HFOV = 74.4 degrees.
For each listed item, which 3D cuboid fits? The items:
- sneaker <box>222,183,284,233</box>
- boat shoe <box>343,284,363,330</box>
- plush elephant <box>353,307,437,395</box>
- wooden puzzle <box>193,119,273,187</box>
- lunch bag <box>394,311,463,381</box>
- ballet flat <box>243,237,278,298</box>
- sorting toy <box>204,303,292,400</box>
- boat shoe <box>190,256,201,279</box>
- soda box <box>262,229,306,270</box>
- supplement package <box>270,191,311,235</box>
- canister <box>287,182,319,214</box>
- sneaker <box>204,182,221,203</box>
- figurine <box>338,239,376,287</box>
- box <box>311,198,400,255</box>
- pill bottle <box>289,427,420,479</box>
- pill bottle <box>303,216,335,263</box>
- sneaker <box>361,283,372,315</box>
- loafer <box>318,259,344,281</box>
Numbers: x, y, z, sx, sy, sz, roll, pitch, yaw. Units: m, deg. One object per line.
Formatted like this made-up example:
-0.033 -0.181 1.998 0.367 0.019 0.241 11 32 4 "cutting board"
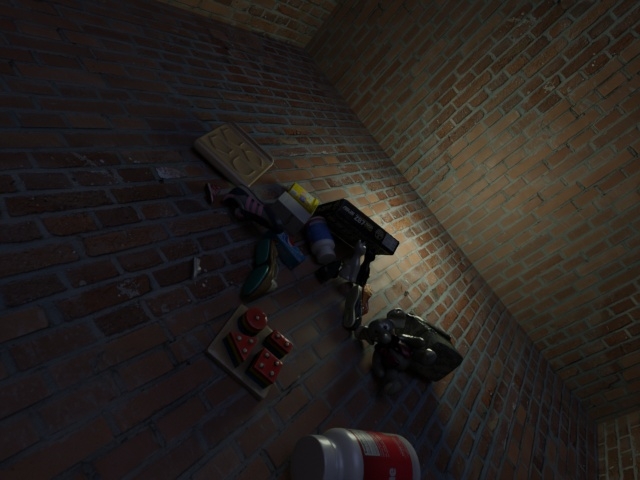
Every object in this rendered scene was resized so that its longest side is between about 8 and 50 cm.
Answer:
-0.300 -0.113 1.858 0.319 0.112 0.131 39 59 23 "sneaker"
0.165 0.318 1.995 0.079 0.084 0.233 34 48 -27 "boat shoe"
0.307 0.455 1.874 0.256 0.271 0.330 54 1 -16 "plush elephant"
-0.429 -0.420 2.099 0.322 0.080 0.348 42 37 -8 "wooden puzzle"
0.521 0.514 2.101 0.305 0.213 0.256 34 17 -33 "lunch bag"
-0.226 0.135 1.738 0.124 0.116 0.343 53 23 -30 "ballet flat"
-0.229 0.370 1.481 0.255 0.089 0.257 43 33 -8 "sorting toy"
-0.455 0.104 1.548 0.035 0.035 0.100 22 34 -31 "boat shoe"
-0.165 0.029 1.931 0.210 0.071 0.067 50 33 4 "soda box"
-0.155 -0.133 2.085 0.179 0.105 0.105 42 32 -7 "supplement package"
-0.101 -0.223 2.274 0.169 0.073 0.126 39 33 -11 "canister"
-0.465 -0.202 1.850 0.066 0.042 0.119 11 45 -39 "sneaker"
0.195 0.112 2.099 0.092 0.210 0.214 23 -4 32 "figurine"
0.180 -0.059 2.231 0.394 0.318 0.097 35 73 -19 "box"
0.114 0.738 1.367 0.407 0.229 0.229 23 40 -33 "pill bottle"
0.000 0.000 2.108 0.124 0.124 0.222 14 45 -41 "pill bottle"
0.210 0.290 2.083 0.064 0.067 0.175 36 52 -20 "sneaker"
0.060 0.149 2.079 0.223 0.076 0.079 -20 93 -60 "loafer"
